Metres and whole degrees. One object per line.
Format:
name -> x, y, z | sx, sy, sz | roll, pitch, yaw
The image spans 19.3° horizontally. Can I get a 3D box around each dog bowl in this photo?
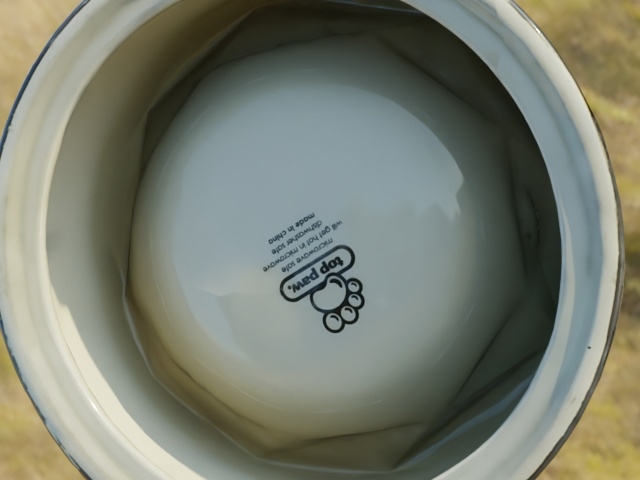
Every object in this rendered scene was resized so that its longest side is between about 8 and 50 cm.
dog bowl -> 0.000, 0.000, 1.211 | 0.408, 0.408, 0.150 | -32, -5, 16
